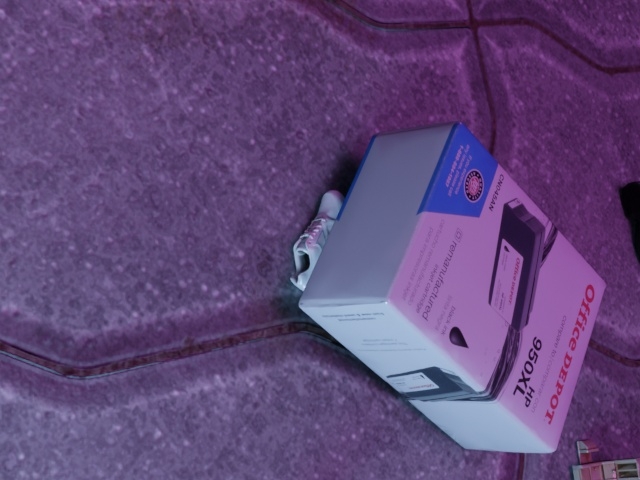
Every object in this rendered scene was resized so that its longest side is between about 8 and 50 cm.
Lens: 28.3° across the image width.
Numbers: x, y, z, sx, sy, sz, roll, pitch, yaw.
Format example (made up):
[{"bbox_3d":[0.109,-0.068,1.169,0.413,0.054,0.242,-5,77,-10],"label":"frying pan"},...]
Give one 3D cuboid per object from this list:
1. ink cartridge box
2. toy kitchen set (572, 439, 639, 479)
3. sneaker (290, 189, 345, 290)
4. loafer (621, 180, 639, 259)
[{"bbox_3d":[0.194,0.073,1.719,0.395,0.166,0.285,42,59,-34],"label":"ink cartridge box"},{"bbox_3d":[0.438,0.338,1.943,0.083,0.075,0.068,0,79,-42],"label":"toy kitchen set"},{"bbox_3d":[0.000,0.000,1.691,0.061,0.053,0.152,20,69,-30],"label":"sneaker"},{"bbox_3d":[0.560,-0.020,2.124,0.061,0.062,0.170,-14,90,-43],"label":"loafer"}]
